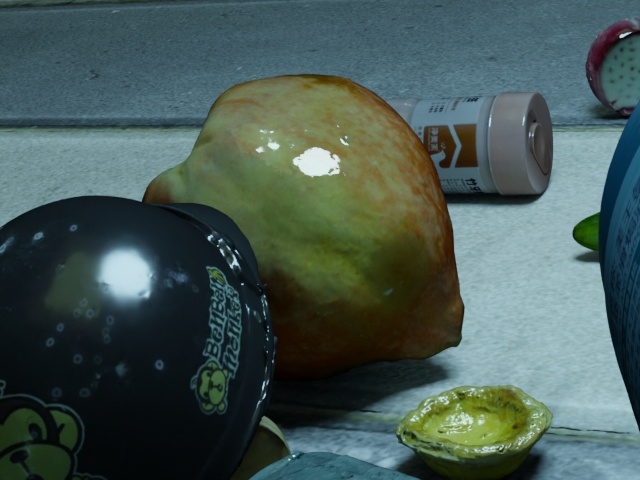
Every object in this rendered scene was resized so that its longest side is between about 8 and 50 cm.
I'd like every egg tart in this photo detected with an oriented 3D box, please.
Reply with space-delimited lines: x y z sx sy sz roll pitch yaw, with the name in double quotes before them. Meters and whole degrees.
"egg tart" 0.102 0.131 1.127 0.105 0.039 0.105 -8 20 3

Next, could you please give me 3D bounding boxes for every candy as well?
"candy" 0.331 -0.183 1.798 0.103 0.103 0.043 -10 22 -4

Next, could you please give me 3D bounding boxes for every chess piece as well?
"chess piece" -0.058 0.133 1.157 0.066 0.066 0.122 -11 17 -6

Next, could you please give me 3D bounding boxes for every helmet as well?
"helmet" -0.159 0.065 1.088 0.230 0.160 0.279 -14 56 29

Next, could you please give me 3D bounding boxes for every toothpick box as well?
"toothpick box" 0.139 -0.091 1.635 0.148 0.098 0.098 -1 21 25

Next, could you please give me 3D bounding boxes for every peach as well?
"peach" 0.000 0.000 1.281 0.256 0.232 0.232 33 27 2

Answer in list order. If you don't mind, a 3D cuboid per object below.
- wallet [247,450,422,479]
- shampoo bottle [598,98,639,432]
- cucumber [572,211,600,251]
"wallet" -0.030 0.182 0.849 0.237 0.075 0.342 -24 12 -22
"shampoo bottle" 0.314 0.053 0.823 0.331 0.331 0.343 -7 20 6
"cucumber" 0.335 -0.015 1.413 0.250 0.056 0.056 -3 20 20
